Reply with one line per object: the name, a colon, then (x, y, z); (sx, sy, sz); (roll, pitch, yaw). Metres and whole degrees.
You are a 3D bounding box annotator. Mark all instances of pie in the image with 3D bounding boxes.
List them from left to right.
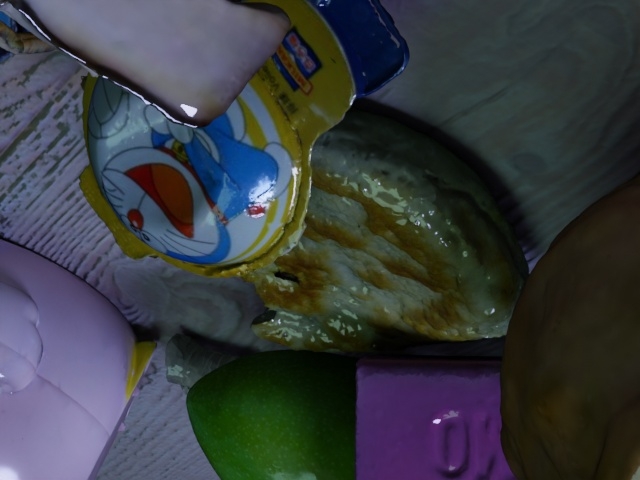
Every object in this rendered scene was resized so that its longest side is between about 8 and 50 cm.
pie: (0.005, -0.001, 1.199); (0.302, 0.067, 0.302); (19, 153, 10)

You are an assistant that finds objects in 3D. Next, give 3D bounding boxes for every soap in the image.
soap: (0.151, 0.170, 1.220); (0.259, 0.181, 0.081); (1, 180, 15)

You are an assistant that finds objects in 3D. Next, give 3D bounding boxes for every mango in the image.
mango: (0.054, 0.214, 1.409); (0.382, 0.201, 0.225); (36, 165, -19)

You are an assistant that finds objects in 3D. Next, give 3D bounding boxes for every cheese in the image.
cheese: (-0.056, -0.075, 1.044); (0.270, 0.069, 0.177); (-36, 87, 38)

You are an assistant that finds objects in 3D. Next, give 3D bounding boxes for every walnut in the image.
walnut: (0.246, 0.092, 0.943); (0.306, 0.306, 0.344); (16, 142, 12)

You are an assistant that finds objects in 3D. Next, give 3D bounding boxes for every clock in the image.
clock: (-0.366, 0.138, 1.530); (0.376, 0.250, 0.368); (24, 153, -3)

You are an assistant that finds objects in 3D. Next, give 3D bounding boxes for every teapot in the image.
teapot: (-0.096, 0.117, 1.506); (0.083, 0.057, 0.067); (25, 128, 12)

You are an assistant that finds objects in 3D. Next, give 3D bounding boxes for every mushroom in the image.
mushroom: (-0.162, -0.116, 1.037); (0.026, 0.028, 0.286); (-1, 176, 7)
mushroom: (-0.129, -0.187, 0.918); (0.236, 0.162, 0.173); (31, -171, -37)

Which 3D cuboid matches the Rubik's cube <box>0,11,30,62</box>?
Rubik's cube: (-0.275, -0.108, 1.099); (0.211, 0.178, 0.190); (27, 156, -6)
